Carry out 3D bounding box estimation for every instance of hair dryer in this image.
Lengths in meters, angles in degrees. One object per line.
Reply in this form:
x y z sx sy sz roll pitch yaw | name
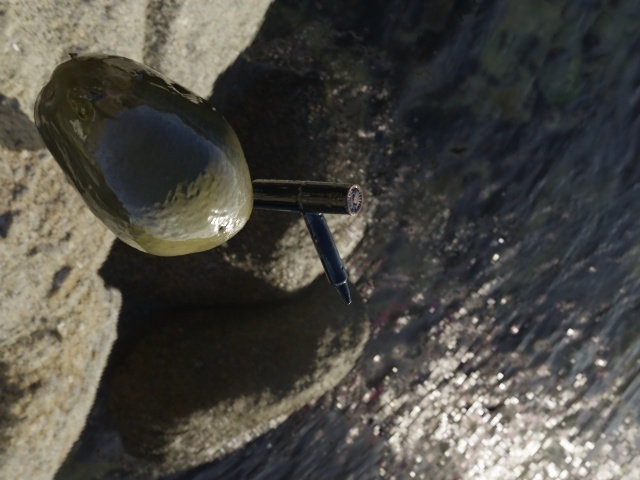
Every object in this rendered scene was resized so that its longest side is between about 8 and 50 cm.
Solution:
-0.011 0.003 1.223 0.050 0.173 0.194 -39 127 -45 | hair dryer

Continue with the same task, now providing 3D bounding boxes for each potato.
-0.160 -0.077 0.782 0.235 0.178 0.160 45 55 -35 | potato
